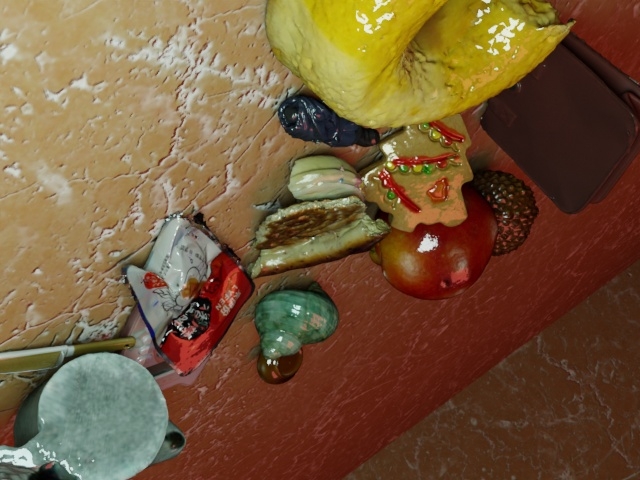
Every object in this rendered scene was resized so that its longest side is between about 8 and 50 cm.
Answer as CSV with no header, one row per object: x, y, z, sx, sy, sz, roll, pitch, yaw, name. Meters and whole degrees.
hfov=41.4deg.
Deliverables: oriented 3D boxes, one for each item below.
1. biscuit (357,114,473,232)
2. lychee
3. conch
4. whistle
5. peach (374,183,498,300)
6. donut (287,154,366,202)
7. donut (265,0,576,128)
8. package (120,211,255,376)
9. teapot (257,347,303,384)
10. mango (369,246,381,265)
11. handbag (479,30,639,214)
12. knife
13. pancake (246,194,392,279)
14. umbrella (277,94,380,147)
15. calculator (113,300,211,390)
0.176,-0.127,1.426,0.212,0.041,0.239,17,105,-12,biscuit
0.356,-0.058,1.757,0.238,0.200,0.200,-8,144,-25,lychee
-0.046,0.151,1.615,0.188,0.122,0.176,-15,171,-38,conch
-0.397,0.290,1.205,0.404,0.188,0.168,-16,170,-36,whistle
0.216,-0.006,1.576,0.243,0.243,0.199,-35,151,-11,peach
0.015,-0.085,1.330,0.108,0.065,0.166,-18,156,8,donut
0.136,-0.281,1.036,0.377,0.163,0.435,-35,159,5,donut
-0.201,0.075,1.274,0.194,0.071,0.269,-44,149,-11,package
-0.088,0.245,1.782,0.129,0.078,0.098,-39,121,-39,teapot
0.146,0.015,1.728,0.127,0.063,0.077,-15,153,-37,mango
0.419,-0.212,1.468,0.084,0.275,0.260,-27,155,-31,handbag
-0.384,0.171,1.229,0.256,0.022,0.046,-4,140,-42,knife
0.000,0.000,1.366,0.212,0.056,0.257,-2,160,-19,pancake
0.021,-0.159,1.233,0.071,0.071,0.248,-47,157,15,umbrella
-0.246,0.152,1.416,0.220,0.048,0.330,-15,144,-42,calculator
